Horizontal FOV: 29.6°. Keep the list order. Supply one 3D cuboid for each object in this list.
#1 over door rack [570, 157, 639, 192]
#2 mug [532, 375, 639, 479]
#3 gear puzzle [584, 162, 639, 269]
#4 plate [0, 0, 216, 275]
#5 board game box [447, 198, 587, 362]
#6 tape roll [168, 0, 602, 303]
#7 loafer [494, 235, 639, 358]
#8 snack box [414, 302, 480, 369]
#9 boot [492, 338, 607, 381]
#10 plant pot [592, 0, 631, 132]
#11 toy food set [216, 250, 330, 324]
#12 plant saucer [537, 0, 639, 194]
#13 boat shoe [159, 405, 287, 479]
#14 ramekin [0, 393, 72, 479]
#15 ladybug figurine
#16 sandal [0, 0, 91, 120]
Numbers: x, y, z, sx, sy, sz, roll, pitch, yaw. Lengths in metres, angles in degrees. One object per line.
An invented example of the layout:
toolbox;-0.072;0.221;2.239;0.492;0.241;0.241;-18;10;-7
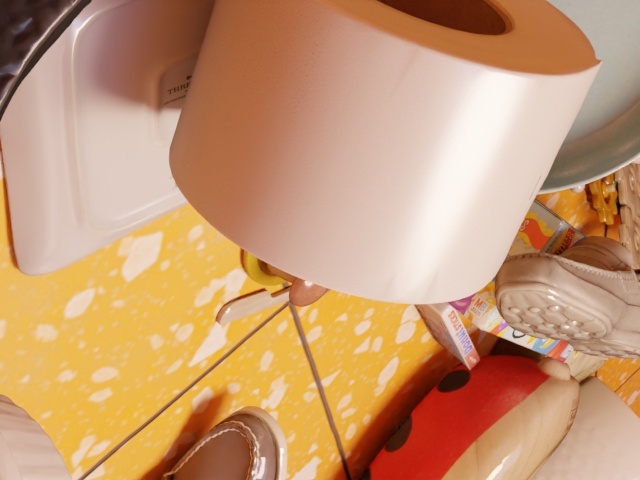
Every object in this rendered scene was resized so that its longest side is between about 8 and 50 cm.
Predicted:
over door rack;0.399;-0.211;1.378;0.324;0.108;0.239;-34;147;-26
mug;0.343;0.398;1.816;0.328;0.276;0.374;-36;-172;-1
gear puzzle;0.394;-0.024;1.568;0.339;0.044;0.176;23;62;-59
plate;-0.104;-0.117;0.883;0.277;0.045;0.278;-30;144;-32
board game box;0.223;0.027;1.372;0.142;0.144;0.275;-54;149;7
tape roll;0.037;-0.094;0.807;0.246;0.246;0.169;-11;133;-47
loafer;0.263;0.048;1.221;0.319;0.112;0.112;23;69;-57
snack box;0.144;0.097;1.422;0.022;0.064;0.178;-46;150;-8
boot;0.359;0.113;1.692;0.203;0.095;0.262;2;124;-53
plant pot;0.256;-0.231;1.068;0.212;0.212;0.187;-18;127;-31
toy food set;0.000;0.000;1.120;0.128;0.071;0.218;-11;132;-47
plant saucer;0.155;-0.193;0.939;0.318;0.317;0.044;-60;-177;17
boat shoe;-0.148;0.304;1.224;0.096;0.116;0.324;1;129;-57
ramekin;-0.282;0.208;0.807;0.273;0.273;0.127;-54;161;7
ladybug figurine;0.158;0.310;1.552;0.449;0.162;0.305;-54;163;14
sandal;-0.203;-0.138;0.647;0.167;0.107;0.446;32;89;-16
